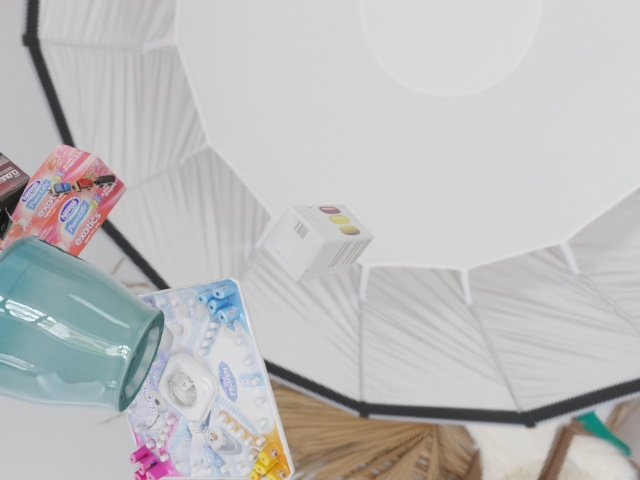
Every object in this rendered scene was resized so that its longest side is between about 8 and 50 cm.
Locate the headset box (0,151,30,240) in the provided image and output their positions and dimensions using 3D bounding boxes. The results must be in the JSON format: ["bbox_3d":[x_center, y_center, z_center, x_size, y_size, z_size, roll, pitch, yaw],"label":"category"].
[{"bbox_3d":[-0.753,-0.118,1.376,0.218,0.293,0.110,-44,7,36],"label":"headset box"}]

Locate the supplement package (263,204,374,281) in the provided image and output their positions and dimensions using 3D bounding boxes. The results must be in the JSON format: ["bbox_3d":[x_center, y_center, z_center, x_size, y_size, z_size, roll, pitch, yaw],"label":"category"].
[{"bbox_3d":[0.000,0.000,1.691,0.244,0.139,0.134,-7,-43,-56],"label":"supplement package"}]

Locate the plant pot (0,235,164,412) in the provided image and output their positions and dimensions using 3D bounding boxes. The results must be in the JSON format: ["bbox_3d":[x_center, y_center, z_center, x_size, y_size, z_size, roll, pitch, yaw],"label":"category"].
[{"bbox_3d":[-0.415,0.163,1.121,0.271,0.255,0.272,21,-90,-88],"label":"plant pot"}]

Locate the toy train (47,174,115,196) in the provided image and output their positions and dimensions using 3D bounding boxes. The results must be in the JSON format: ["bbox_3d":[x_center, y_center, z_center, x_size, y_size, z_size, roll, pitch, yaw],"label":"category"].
[{"bbox_3d":[-0.532,-0.125,1.496,0.158,0.027,0.036,-19,-2,-43],"label":"toy train"}]

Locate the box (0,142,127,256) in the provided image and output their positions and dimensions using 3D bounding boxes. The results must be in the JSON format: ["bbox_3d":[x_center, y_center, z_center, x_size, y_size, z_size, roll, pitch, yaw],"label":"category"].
[{"bbox_3d":[-0.642,-0.071,1.633,0.300,0.154,0.142,-59,-32,-19],"label":"box"}]

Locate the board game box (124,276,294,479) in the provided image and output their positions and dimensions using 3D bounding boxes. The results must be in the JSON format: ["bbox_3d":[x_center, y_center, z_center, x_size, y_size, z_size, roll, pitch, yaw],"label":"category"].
[{"bbox_3d":[-0.268,0.289,1.290,0.390,0.390,0.050,-12,7,31],"label":"board game box"}]
